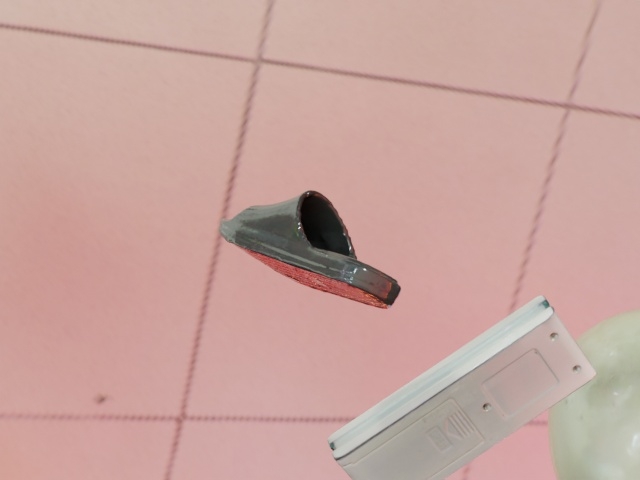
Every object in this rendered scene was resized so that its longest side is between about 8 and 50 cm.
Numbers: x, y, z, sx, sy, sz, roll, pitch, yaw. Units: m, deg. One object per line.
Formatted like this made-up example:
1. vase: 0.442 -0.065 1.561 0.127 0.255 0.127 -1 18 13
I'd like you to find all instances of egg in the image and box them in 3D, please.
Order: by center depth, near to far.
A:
1. egg: 0.433 0.248 1.930 0.283 0.283 0.345 3 95 -29

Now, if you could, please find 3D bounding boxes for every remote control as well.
1. remote control: 0.149 0.175 1.596 0.277 0.055 0.103 -35 120 5

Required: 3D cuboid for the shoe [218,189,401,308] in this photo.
1. shoe: 0.000 0.000 1.610 0.108 0.241 0.093 33 80 -44
